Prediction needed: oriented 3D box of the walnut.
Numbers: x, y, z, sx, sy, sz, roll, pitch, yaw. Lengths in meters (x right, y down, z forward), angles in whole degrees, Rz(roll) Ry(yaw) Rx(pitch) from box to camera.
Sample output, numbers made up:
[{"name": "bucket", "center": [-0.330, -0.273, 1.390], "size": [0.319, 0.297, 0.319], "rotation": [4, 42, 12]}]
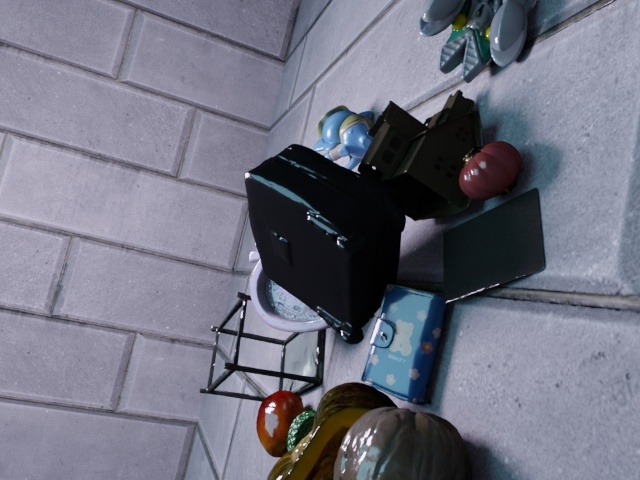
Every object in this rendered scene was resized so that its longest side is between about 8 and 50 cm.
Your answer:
[{"name": "walnut", "center": [0.121, 0.364, 0.789], "size": [0.224, 0.225, 0.224], "rotation": [-165, 90, -72]}]

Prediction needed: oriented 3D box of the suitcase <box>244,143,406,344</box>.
[{"name": "suitcase", "center": [0.000, 0.000, 1.085], "size": [0.188, 0.340, 0.345], "rotation": [-42, -33, -29]}]

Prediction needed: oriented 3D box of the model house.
[{"name": "model house", "center": [0.206, -0.194, 1.018], "size": [0.243, 0.205, 0.211], "rotation": [-61, 13, -13]}]

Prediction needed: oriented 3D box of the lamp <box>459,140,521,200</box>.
[{"name": "lamp", "center": [0.278, -0.114, 0.862], "size": [0.107, 0.092, 0.107], "rotation": [-46, -3, -3]}]

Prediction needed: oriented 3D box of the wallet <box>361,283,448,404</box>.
[{"name": "wallet", "center": [0.155, 0.188, 0.976], "size": [0.141, 0.059, 0.202], "rotation": [11, 85, 47]}]

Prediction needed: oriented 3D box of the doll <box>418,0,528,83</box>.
[{"name": "doll", "center": [0.288, -0.434, 0.977], "size": [0.195, 0.153, 0.258], "rotation": [3, 91, 35]}]

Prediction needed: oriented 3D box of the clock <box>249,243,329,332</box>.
[{"name": "clock", "center": [-0.039, 0.077, 1.361], "size": [0.339, 0.102, 0.338], "rotation": [-2, 86, 33]}]

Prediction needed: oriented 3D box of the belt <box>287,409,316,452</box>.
[{"name": "belt", "center": [-0.020, 0.478, 1.231], "size": [0.079, 0.121, 0.151], "rotation": [153, 125, -64]}]

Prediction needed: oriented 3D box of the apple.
[{"name": "apple", "center": [-0.102, 0.503, 1.428], "size": [0.156, 0.147, 0.158], "rotation": [-46, 28, 16]}]

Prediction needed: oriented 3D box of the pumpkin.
[{"name": "pumpkin", "center": [0.047, 0.424, 0.948], "size": [0.317, 0.222, 0.139], "rotation": [-55, 3, -12]}]

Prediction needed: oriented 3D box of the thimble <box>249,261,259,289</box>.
[{"name": "thimble", "center": [-0.106, 0.123, 1.625], "size": [0.150, 0.219, 0.218], "rotation": [130, 150, -55]}]

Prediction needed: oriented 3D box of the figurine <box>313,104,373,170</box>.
[{"name": "figurine", "center": [0.072, -0.300, 1.533], "size": [0.180, 0.154, 0.262], "rotation": [-53, 22, 24]}]

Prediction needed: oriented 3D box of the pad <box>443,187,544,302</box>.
[{"name": "pad", "center": [0.276, 0.014, 0.866], "size": [0.211, 0.003, 0.142], "rotation": [-33, 45, 54]}]

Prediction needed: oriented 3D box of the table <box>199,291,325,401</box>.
[{"name": "table", "center": [-0.177, 0.336, 1.564], "size": [0.335, 0.273, 0.222], "rotation": [132, 149, -54]}]
